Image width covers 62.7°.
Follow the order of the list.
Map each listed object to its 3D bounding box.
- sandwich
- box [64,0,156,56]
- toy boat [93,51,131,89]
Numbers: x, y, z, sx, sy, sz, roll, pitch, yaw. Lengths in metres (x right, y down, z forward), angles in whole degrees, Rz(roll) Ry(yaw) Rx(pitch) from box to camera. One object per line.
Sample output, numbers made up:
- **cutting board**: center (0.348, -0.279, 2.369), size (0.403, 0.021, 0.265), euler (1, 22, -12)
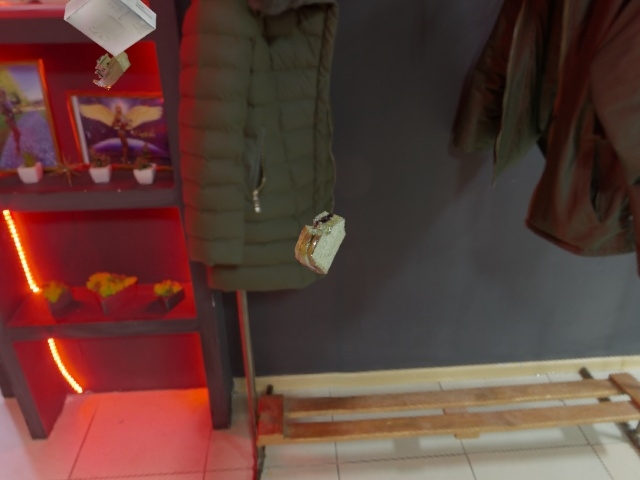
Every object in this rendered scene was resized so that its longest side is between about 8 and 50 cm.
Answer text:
- **sandwich**: center (0.000, 0.000, 0.783), size (0.036, 0.093, 0.105), euler (21, -4, 20)
- **box**: center (-0.445, -0.474, 1.118), size (0.129, 0.130, 0.051), euler (-20, 60, 25)
- **toy boat**: center (-0.589, -0.477, 1.464), size (0.206, 0.072, 0.064), euler (-8, 46, 51)
